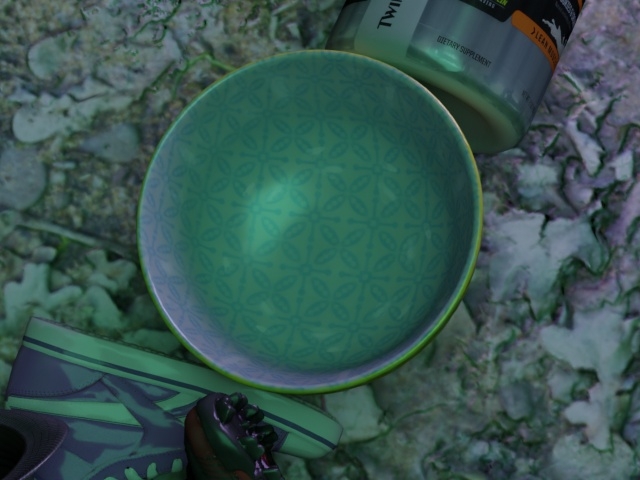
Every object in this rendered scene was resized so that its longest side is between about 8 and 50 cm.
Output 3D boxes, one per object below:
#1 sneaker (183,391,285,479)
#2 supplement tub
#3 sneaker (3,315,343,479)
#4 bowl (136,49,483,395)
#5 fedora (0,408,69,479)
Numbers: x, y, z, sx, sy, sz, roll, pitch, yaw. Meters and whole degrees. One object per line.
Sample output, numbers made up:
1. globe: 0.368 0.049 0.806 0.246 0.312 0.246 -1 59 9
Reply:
1. sneaker: -0.077 0.231 1.564 0.135 0.276 0.097 -18 46 0
2. supplement tub: 0.147 -0.253 1.701 0.194 0.193 0.316 25 77 -6
3. sneaker: -0.131 0.176 1.632 0.282 0.102 0.161 15 85 -1
4. bowl: 0.000 0.000 1.634 0.289 0.156 0.289 -2 75 8
5. fedora: -0.311 0.234 1.519 0.244 0.275 0.124 -40 120 -51
